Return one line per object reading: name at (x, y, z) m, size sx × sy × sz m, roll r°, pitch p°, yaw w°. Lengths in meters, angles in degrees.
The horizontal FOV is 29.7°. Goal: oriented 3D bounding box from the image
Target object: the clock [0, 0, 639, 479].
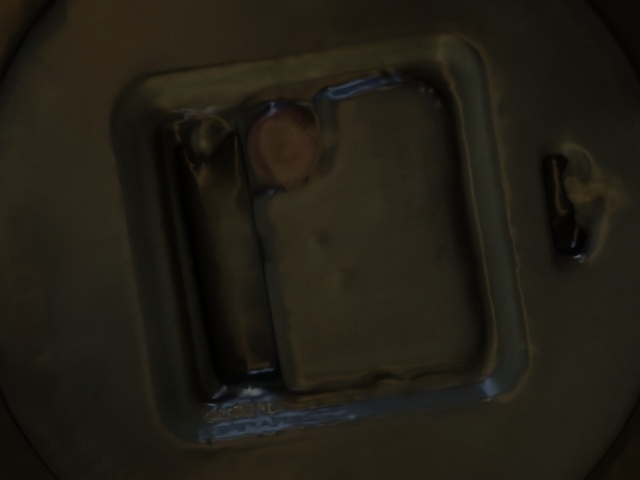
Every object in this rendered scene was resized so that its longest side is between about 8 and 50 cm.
clock at (0.000, 0.000, 0.401) m, size 0.067 × 0.325 × 0.325 m, roll -72°, pitch -15°, yaw -87°
